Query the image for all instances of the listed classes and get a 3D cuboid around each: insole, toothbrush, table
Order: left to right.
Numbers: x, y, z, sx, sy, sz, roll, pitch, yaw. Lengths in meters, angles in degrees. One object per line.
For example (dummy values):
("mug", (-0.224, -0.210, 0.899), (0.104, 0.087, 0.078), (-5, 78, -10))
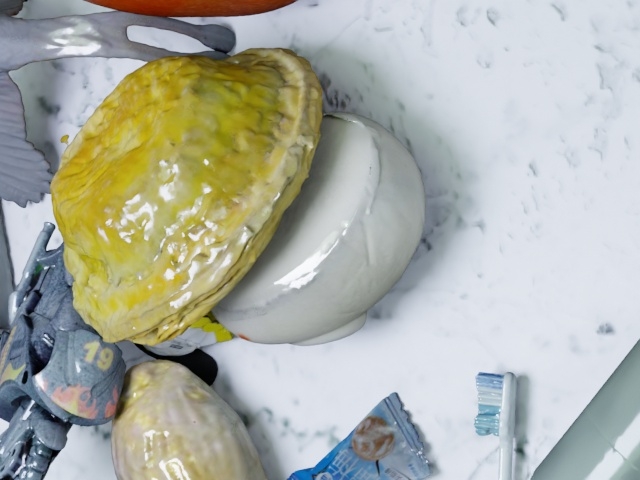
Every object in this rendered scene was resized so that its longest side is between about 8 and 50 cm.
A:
("insole", (-0.150, 0.099, 1.779), (0.135, 0.002, 0.045), (34, 104, 27))
("toothbrush", (0.143, 0.305, 1.578), (0.040, 0.040, 0.386), (3, 90, 30))
("table", (0.281, 0.143, 1.457), (0.126, 0.126, 0.220), (42, 106, 25))

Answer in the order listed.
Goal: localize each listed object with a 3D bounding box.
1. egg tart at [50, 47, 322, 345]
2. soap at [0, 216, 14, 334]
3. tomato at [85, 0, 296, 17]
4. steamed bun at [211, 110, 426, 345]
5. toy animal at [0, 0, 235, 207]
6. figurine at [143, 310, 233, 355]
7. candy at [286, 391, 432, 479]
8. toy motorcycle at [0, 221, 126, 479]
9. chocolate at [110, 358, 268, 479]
("egg tart", (-0.135, -0.061, 1.600), (0.319, 0.128, 0.319), (-33, 35, 27))
("soap", (-0.444, -0.021, 1.810), (0.159, 0.257, 0.302), (-20, 76, 29))
("tomato", (-0.121, -0.357, 1.642), (0.341, 0.273, 0.341), (0, 72, 0))
("steamed bun", (0.000, 0.000, 1.621), (0.228, 0.130, 0.177), (-45, 43, 12))
("toy animal", (-0.282, -0.170, 1.713), (0.284, 0.302, 0.225), (-8, 79, 35))
("figurine", (-0.138, 0.021, 1.732), (0.129, 0.109, 0.178), (-6, 78, 48))
("candy", (0.037, 0.210, 1.647), (0.136, 0.038, 0.088), (-40, 55, 14))
("toy motorcycle", (-0.246, 0.101, 1.717), (0.173, 0.108, 0.307), (-42, 32, 31))
("chocolate", (-0.097, 0.250, 1.669), (0.134, 0.134, 0.309), (-38, 73, 23))
